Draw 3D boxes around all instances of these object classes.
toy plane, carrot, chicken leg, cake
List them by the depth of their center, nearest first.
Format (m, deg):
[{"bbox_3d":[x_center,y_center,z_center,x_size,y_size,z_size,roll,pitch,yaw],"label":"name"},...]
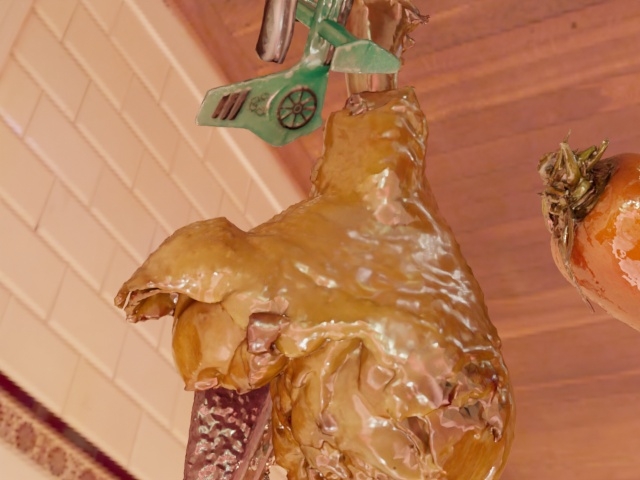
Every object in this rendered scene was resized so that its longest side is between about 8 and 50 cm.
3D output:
[{"bbox_3d":[0.032,-0.229,0.593,0.155,0.106,0.382,-1,123,-35],"label":"toy plane"},{"bbox_3d":[0.000,0.000,0.725,0.295,0.410,0.182,3,168,-6],"label":"chicken leg"},{"bbox_3d":[-0.080,0.154,0.829,0.112,0.295,0.116,11,157,12],"label":"cake"},{"bbox_3d":[0.401,0.001,1.255,0.331,0.193,0.214,42,92,-2],"label":"carrot"}]
